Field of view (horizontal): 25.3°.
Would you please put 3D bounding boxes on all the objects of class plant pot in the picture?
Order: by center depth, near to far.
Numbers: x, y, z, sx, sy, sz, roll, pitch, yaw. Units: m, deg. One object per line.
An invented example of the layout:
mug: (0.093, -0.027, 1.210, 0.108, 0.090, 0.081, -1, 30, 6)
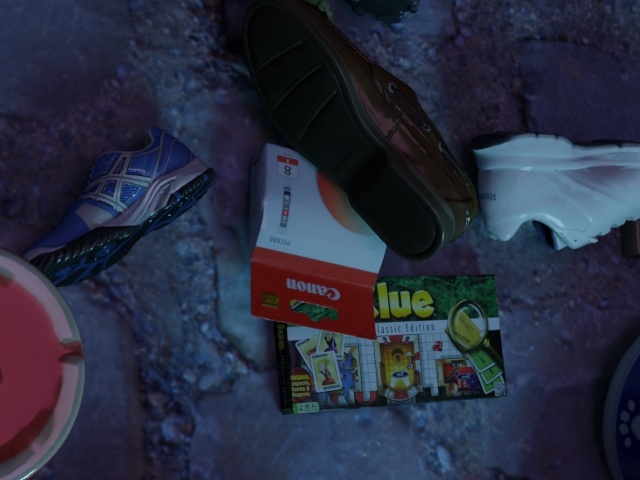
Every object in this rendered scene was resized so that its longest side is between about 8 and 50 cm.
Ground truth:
plant pot: (-0.317, 0.112, 1.145, 0.274, 0.243, 0.275, 6, 78, -28)

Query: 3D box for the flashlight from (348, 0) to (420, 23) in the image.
flashlight: (0.069, -0.396, 1.524, 0.103, 0.103, 0.304, 9, 76, -28)

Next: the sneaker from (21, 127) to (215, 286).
sneaker: (-0.201, -0.030, 1.338, 0.211, 0.080, 0.081, -36, 80, -31)

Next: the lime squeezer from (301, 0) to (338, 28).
lime squeezer: (-0.023, -0.206, 1.467, 0.310, 0.059, 0.110, 42, 64, -16)

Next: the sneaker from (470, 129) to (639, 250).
sneaker: (0.297, -0.053, 1.596, 0.297, 0.111, 0.129, 2, 92, -21)

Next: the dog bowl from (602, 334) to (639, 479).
dog bowl: (0.452, 0.206, 1.580, 0.264, 0.104, 0.265, -2, 94, -22)

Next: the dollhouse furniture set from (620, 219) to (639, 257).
dollhouse furniture set: (0.457, 0.052, 1.647, 0.181, 0.101, 0.161, 1, 80, -28)

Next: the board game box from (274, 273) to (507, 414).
board game box: (0.075, 0.104, 1.478, 0.259, 0.030, 0.136, -1, 79, -28)

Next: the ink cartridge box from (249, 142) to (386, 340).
ink cartridge box: (0.000, 0.000, 1.423, 0.145, 0.045, 0.179, 13, 56, -25)

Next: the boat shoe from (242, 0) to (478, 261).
boat shoe: (0.040, -0.121, 1.432, 0.307, 0.110, 0.104, 55, 44, -2)
